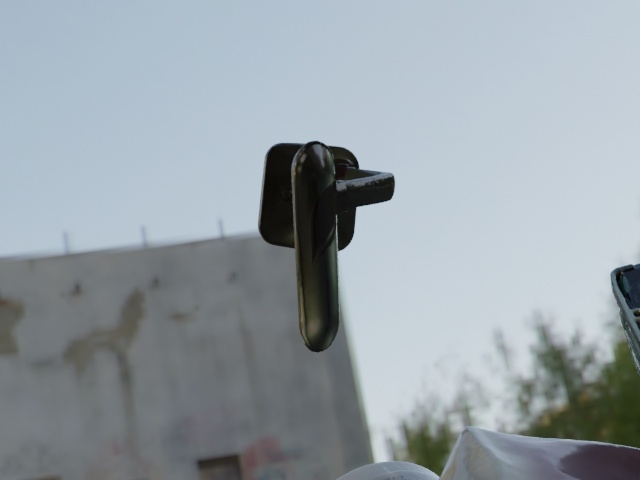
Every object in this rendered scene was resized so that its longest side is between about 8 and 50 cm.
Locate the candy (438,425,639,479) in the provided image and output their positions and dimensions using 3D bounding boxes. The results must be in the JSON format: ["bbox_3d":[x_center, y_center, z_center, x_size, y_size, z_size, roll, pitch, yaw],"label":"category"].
[{"bbox_3d":[0.149,0.322,1.348,0.208,0.359,0.145,16,18,-17],"label":"candy"}]

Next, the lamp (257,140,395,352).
[{"bbox_3d":[0.007,0.001,1.799,0.124,0.203,0.283,6,3,-9],"label":"lamp"}]

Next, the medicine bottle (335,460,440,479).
[{"bbox_3d":[0.107,0.399,1.992,0.238,0.238,0.232,-2,20,-25],"label":"medicine bottle"}]

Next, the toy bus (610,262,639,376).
[{"bbox_3d":[0.372,0.067,1.414,0.256,0.128,0.147,-16,-48,-2],"label":"toy bus"}]
